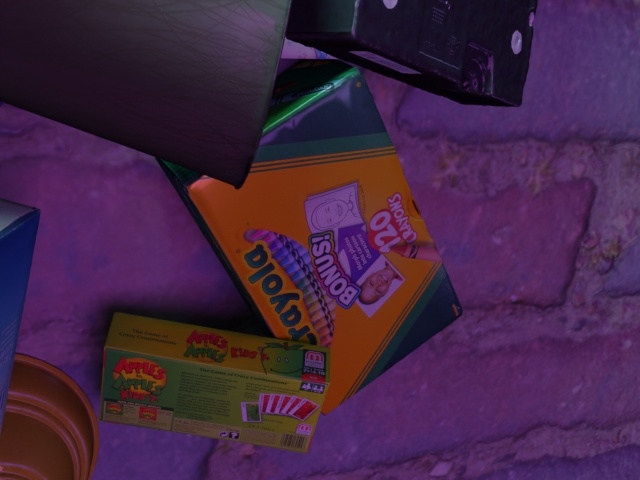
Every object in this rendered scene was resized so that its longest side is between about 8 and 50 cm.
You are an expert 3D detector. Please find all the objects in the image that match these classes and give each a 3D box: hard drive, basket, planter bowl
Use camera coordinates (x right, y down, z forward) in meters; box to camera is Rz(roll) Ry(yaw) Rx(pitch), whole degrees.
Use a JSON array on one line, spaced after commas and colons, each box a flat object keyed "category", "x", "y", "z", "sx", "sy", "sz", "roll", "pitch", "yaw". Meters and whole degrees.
[{"category": "hard drive", "x": 0.087, "y": -0.277, "z": 0.605, "sx": 0.237, "sy": 0.064, "sz": 0.339, "roll": 4, "pitch": 96, "yaw": -54}, {"category": "basket", "x": -0.138, "y": -0.151, "z": 0.517, "sx": 0.227, "sy": 0.154, "sz": 0.204, "roll": 11, "pitch": 98, "yaw": -13}, {"category": "planter bowl", "x": -0.275, "y": 0.205, "z": 0.719, "sx": 0.217, "sy": 0.090, "sz": 0.217, "roll": -12, "pitch": 118, "yaw": -24}]

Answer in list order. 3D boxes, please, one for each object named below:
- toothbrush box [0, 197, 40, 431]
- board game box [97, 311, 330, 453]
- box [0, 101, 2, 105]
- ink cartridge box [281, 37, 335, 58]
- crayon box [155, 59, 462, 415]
[{"category": "toothbrush box", "x": -0.322, "y": 0.102, "z": 0.564, "sx": 0.216, "sy": 0.126, "sz": 0.295, "roll": 15, "pitch": 106, "yaw": 0}, {"category": "board game box", "x": -0.089, "y": 0.121, "z": 0.752, "sx": 0.181, "sy": 0.043, "sz": 0.092, "roll": 10, "pitch": 127, "yaw": -6}, {"category": "box", "x": -0.268, "y": -0.135, "z": 0.594, "sx": 0.136, "sy": 0.036, "sz": 0.225, "roll": 35, "pitch": 95, "yaw": -36}, {"category": "ink cartridge box", "x": -0.004, "y": -0.210, "z": 0.676, "sx": 0.231, "sy": 0.078, "sz": 0.134, "roll": -6, "pitch": 116, "yaw": -27}, {"category": "crayon box", "x": 0.000, "y": 0.000, "z": 0.777, "sx": 0.165, "sy": 0.081, "sz": 0.278, "roll": -35, "pitch": 125, "yaw": -10}]
